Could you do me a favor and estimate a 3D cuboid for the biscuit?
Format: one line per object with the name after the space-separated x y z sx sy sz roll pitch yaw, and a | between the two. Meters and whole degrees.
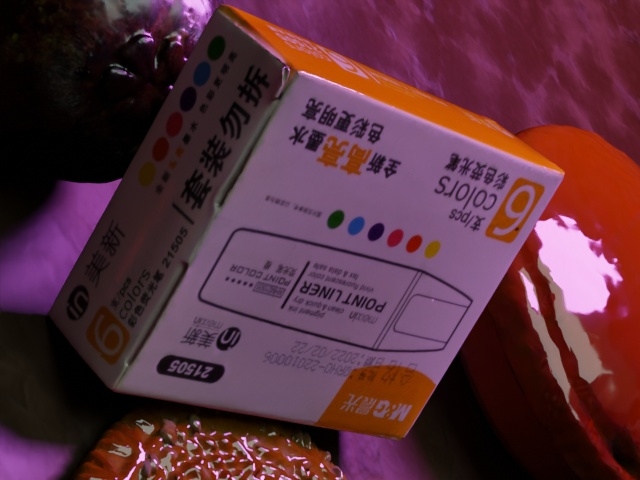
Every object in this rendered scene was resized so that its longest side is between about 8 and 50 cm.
-0.030 0.224 0.921 0.305 0.038 0.305 33 40 -33 | biscuit

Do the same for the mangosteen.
-0.145 -0.122 0.962 0.172 0.172 0.184 4 35 -52 | mangosteen

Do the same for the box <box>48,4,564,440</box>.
0.000 0.000 0.980 0.274 0.220 0.091 13 22 -47 | box

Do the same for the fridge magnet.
0.235 0.077 1.287 0.363 0.155 0.363 33 40 -34 | fridge magnet
